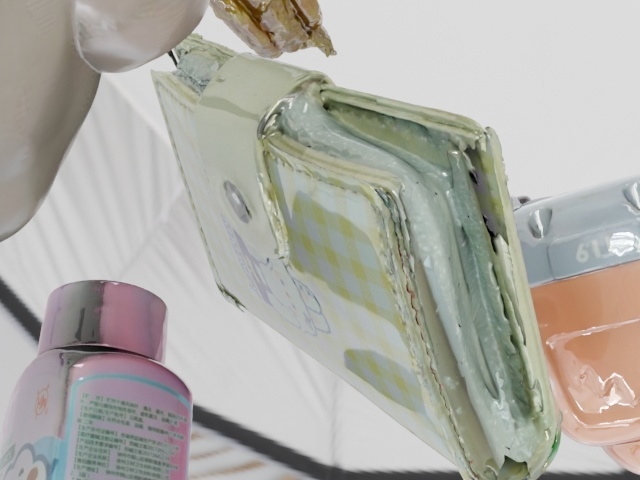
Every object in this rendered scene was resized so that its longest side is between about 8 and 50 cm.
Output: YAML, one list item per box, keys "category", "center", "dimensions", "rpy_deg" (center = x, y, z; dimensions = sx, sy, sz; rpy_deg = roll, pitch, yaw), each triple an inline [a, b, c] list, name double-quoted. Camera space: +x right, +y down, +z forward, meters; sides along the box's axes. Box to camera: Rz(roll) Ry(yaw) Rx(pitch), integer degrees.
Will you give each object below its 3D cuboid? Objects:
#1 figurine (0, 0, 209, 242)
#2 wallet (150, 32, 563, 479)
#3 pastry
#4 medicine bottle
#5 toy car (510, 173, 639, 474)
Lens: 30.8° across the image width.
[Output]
- category: "figurine"
  center: [-0.224, -0.059, 0.372]
  dimensions: [0.381, 0.248, 0.203]
  rpy_deg: [-30, -51, -36]
- category: "wallet"
  center: [0.000, 0.000, 0.680]
  dimensions: [0.077, 0.309, 0.223]
  rpy_deg: [-34, -58, -19]
- category: "pastry"
  center: [-0.104, -0.340, 1.511]
  dimensions: [0.132, 0.240, 0.235]
  rpy_deg: [-34, -22, 2]
- category: "medicine bottle"
  center: [-0.140, 0.124, 0.712]
  dimensions: [0.119, 0.094, 0.188]
  rpy_deg: [-37, 43, 47]
- category: "toy car"
  center: [0.220, 0.051, 0.802]
  dimensions: [0.270, 0.181, 0.212]
  rpy_deg: [-2, -103, -69]
